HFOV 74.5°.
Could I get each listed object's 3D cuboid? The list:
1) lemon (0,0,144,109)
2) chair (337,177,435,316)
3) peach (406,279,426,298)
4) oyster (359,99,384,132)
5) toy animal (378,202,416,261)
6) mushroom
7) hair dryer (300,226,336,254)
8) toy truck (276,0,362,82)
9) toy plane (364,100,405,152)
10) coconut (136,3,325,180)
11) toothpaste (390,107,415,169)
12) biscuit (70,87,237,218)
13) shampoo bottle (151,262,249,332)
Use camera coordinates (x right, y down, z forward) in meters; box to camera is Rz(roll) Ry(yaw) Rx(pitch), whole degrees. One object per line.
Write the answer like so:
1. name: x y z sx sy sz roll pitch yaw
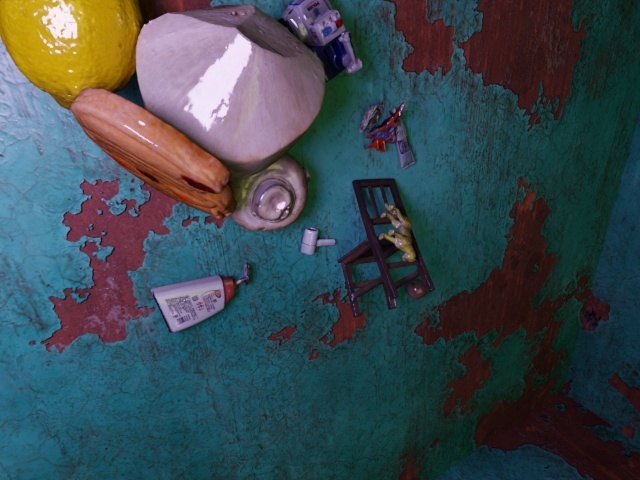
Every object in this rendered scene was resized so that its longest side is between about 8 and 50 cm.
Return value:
1. lemon: -0.469 -0.405 0.802 0.245 0.245 0.319 -1 120 -32
2. chair: 0.189 0.024 1.472 0.203 0.416 0.240 -6 159 -29
3. peach: 0.398 0.202 1.735 0.083 0.083 0.083 -14 118 -27
4. oyster: 0.165 -0.398 1.344 0.100 0.037 0.098 -32 148 -41
5. toy animal: 0.258 -0.033 1.356 0.136 0.181 0.073 31 133 -23
6. mushroom: -0.143 -0.138 1.175 0.255 0.184 0.254 -5 109 -16
7. hair dryer: 0.000 0.000 1.415 0.137 0.047 0.082 -1 112 -38
8. toy truck: 0.004 -0.519 1.087 0.161 0.177 0.213 -39 127 -9
9. toy plane: 0.215 -0.366 1.350 0.130 0.061 0.189 3 127 -34
10. coconut: -0.185 -0.323 0.908 0.415 0.415 0.344 -37 94 -12
11. toothpaste: 0.275 -0.345 1.430 0.060 0.038 0.233 -34 129 -10
12. biscuit: -0.343 -0.162 0.891 0.350 0.455 0.078 33 78 -1
13. shampoo bottle: -0.339 0.157 1.259 0.284 0.071 0.153 -23 120 -24
